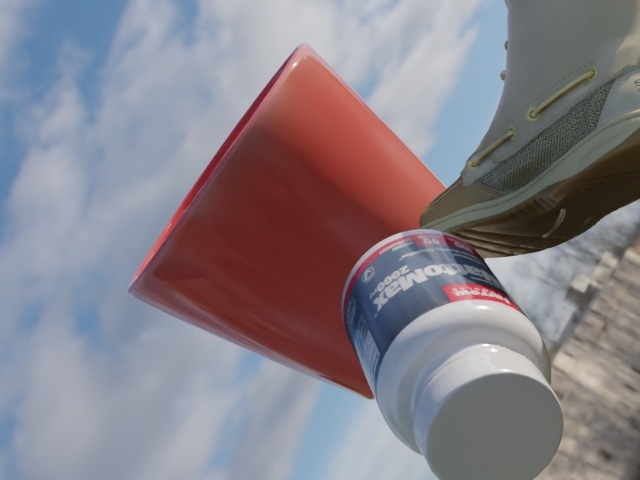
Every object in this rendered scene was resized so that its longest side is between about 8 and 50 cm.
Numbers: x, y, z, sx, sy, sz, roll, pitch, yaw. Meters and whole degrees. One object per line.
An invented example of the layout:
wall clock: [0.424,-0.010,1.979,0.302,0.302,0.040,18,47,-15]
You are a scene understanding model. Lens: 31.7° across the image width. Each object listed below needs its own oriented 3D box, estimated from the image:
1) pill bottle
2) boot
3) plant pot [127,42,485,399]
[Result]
pill bottle: [0.081,0.073,0.700,0.180,0.108,0.108,-116,47,-65]
boot: [0.153,-0.108,0.824,0.262,0.095,0.203,-36,54,56]
plant pot: [0.000,0.000,1.028,0.275,0.243,0.275,-54,8,11]
